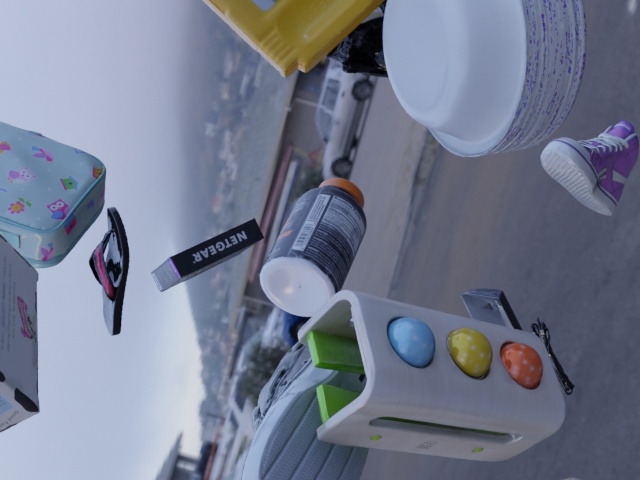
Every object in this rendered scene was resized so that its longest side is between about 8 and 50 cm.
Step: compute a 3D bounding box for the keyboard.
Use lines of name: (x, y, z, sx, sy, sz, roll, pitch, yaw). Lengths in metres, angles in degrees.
keyboard: (0.399, 0.224, 1.745, 0.033, 0.317, 0.201, -40, 23, -24)

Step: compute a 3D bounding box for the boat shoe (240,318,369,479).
boat shoe: (-0.014, 0.200, 1.006, 0.119, 0.121, 0.335, -26, 12, 32)

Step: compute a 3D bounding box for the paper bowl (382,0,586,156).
paper bowl: (0.179, -0.243, 1.103, 0.284, 0.148, 0.284, 169, 90, -68)

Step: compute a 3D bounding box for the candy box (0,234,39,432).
candy box: (-0.290, 0.029, 0.657, 0.196, 0.070, 0.165, 58, -174, -40)

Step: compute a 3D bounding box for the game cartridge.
game cartridge: (-0.052, -0.427, 1.290, 0.285, 0.323, 0.053, -45, -9, -9)

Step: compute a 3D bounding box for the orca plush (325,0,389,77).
orca plush: (0.048, -0.303, 1.357, 0.151, 0.287, 0.102, -47, 20, 45)

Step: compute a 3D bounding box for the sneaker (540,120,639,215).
sneaker: (0.496, -0.164, 1.639, 0.282, 0.102, 0.161, 27, -88, -56)

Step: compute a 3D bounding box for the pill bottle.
pill bottle: (0.000, 0.000, 1.499, 0.246, 0.130, 0.130, -64, -6, -46)

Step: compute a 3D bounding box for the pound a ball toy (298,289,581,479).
pound a ball toy: (0.152, 0.176, 0.940, 0.136, 0.319, 0.208, -45, 43, 37)

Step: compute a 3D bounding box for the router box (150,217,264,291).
router box: (-0.204, 0.027, 1.633, 0.178, 0.046, 0.133, -27, -1, -29)

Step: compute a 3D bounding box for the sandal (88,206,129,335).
sandal: (-0.273, 0.044, 1.154, 0.067, 0.040, 0.179, 47, 133, 52)

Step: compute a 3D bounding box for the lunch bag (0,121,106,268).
lunch bag: (-0.512, -0.077, 1.482, 0.108, 0.279, 0.224, 103, -172, -46)
